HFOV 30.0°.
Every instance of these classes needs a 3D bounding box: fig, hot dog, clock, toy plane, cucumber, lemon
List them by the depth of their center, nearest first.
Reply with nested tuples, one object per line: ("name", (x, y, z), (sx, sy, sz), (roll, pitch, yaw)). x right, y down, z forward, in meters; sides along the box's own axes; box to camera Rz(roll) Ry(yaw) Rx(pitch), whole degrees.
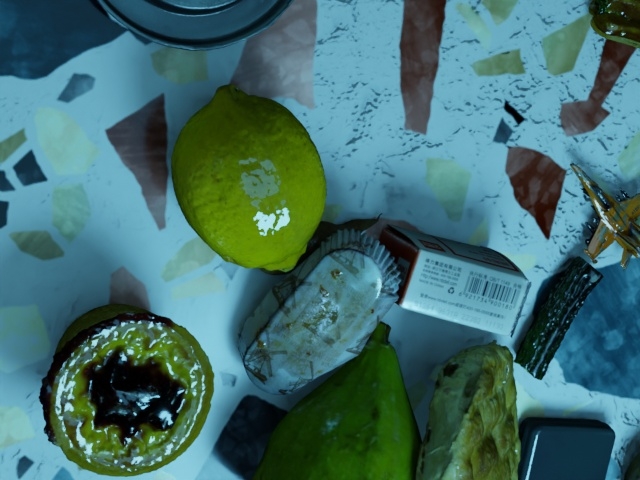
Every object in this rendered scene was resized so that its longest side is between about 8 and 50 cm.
("clock", (-0.154, -0.387, 1.437), (0.312, 0.061, 0.313), (-5, 106, -18))
("lemon", (-0.087, -0.071, 1.476), (0.188, 0.188, 0.257), (-22, 112, -13))
("hot dog", (-0.003, 0.101, 1.576), (0.144, 0.075, 0.268), (39, 112, -13))
("fig", (0.047, 0.286, 1.596), (0.233, 0.233, 0.314), (31, 98, -24))
("hot dog", (0.450, -0.306, 1.676), (0.188, 0.055, 0.072), (12, 97, -22))
("toy plane", (0.416, -0.045, 1.738), (0.135, 0.062, 0.188), (-45, 100, -4))
("cucumber", (0.347, 0.112, 1.751), (0.058, 0.058, 0.187), (28, 93, -24))

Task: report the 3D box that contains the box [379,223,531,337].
("box", (0.174, 0.052, 1.633), (0.182, 0.133, 0.099), (15, 99, -20))

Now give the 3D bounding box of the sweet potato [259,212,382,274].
("sweet potato", (0.000, 0.000, 1.603), (0.195, 0.056, 0.056), (-19, 110, -20))

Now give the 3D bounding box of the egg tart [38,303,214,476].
("egg tart", (-0.249, 0.177, 1.494), (0.215, 0.171, 0.215), (-5, 105, -19))

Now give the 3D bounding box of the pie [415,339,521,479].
("pie", (0.213, 0.311, 1.648), (0.083, 0.339, 0.339), (3, 107, 23))

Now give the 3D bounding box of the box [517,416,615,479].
("box", (0.359, 0.384, 1.828), (0.160, 0.050, 0.230), (6, 102, -22))

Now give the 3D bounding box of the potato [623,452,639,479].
("potato", (0.600, 0.392, 1.843), (0.266, 0.229, 0.229), (-4, 106, -10))
